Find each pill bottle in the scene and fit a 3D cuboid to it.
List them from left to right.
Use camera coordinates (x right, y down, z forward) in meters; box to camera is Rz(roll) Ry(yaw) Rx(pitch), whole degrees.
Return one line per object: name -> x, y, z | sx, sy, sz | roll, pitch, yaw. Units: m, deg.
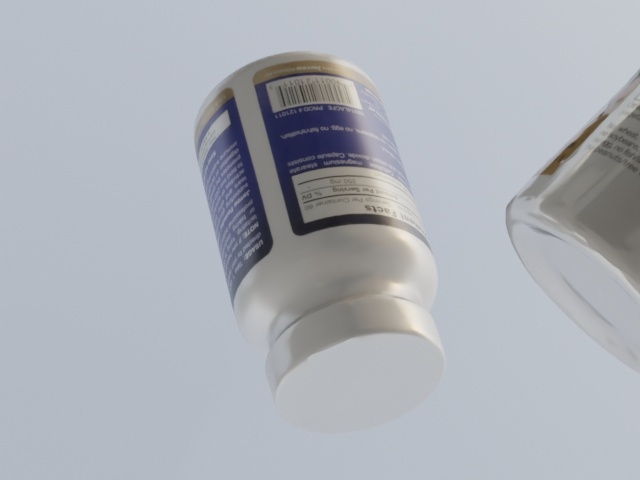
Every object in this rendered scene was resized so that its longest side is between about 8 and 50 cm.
pill bottle -> 0.000, 0.000, 1.239 | 0.153, 0.153, 0.265 | -12, -127, -3
pill bottle -> 0.215, -0.048, 0.848 | 0.131, 0.131, 0.229 | 44, -101, 12
